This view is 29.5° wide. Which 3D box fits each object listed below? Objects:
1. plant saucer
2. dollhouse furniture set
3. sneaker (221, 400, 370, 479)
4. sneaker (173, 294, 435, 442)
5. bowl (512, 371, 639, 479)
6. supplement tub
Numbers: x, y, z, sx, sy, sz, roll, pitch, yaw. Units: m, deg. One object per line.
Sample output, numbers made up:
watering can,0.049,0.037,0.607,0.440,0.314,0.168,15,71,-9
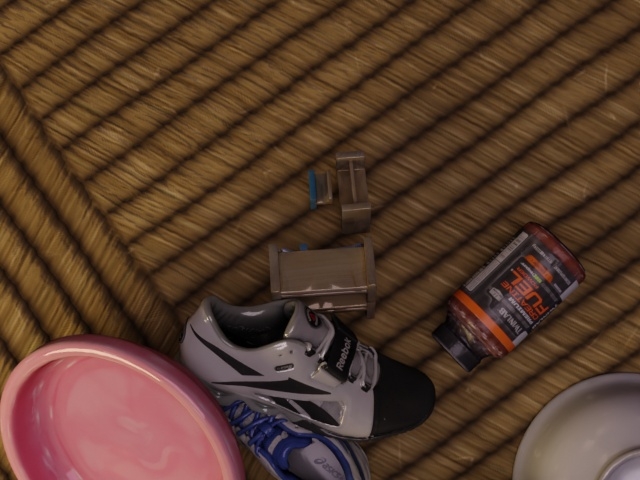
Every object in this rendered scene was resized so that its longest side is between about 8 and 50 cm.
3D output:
plant saucer,-0.233,0.252,1.490,0.332,0.084,0.332,10,119,19
dollhouse furniture set,0.000,0.000,1.552,0.129,0.129,0.183,-4,66,-1
sneaker,-0.058,0.230,1.533,0.296,0.131,0.111,33,91,0
sneaker,-0.007,0.146,1.472,0.331,0.122,0.146,11,131,-10
bowl,0.399,0.322,1.543,0.298,0.134,0.297,0,90,-1
supplement tub,0.235,0.077,1.551,0.198,0.106,0.106,-45,91,0
